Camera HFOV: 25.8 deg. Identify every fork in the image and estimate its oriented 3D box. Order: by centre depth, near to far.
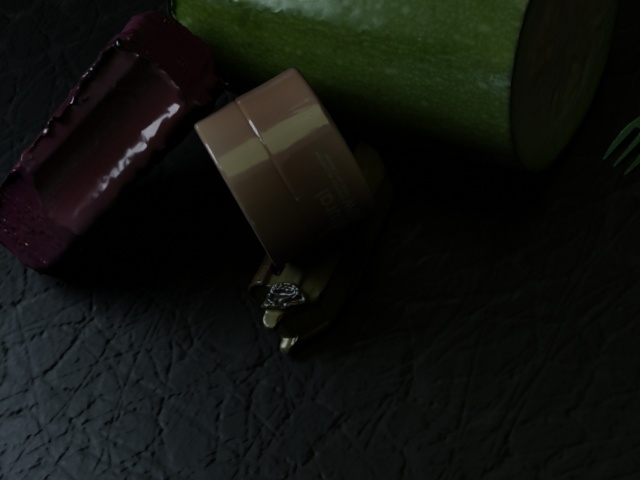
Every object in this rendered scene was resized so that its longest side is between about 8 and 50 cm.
[{"bbox_3d":[0.364,-0.146,1.342,0.235,0.021,0.039,-38,57,-13],"label":"fork"}]

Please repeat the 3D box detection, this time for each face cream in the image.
[{"bbox_3d":[-0.031,-0.064,1.230,0.104,0.149,0.149,-30,53,-2],"label":"face cream"}]

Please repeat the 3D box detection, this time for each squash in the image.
[{"bbox_3d":[0.063,-0.226,1.334,0.384,0.263,0.263,17,61,26],"label":"squash"}]

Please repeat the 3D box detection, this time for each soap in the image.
[{"bbox_3d":[-0.214,-0.084,1.323,0.289,0.112,0.182,-45,5,23],"label":"soap"}]

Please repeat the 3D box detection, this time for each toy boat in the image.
[{"bbox_3d":[0.000,0.000,1.308,0.088,0.068,0.226,10,58,28],"label":"toy boat"}]
